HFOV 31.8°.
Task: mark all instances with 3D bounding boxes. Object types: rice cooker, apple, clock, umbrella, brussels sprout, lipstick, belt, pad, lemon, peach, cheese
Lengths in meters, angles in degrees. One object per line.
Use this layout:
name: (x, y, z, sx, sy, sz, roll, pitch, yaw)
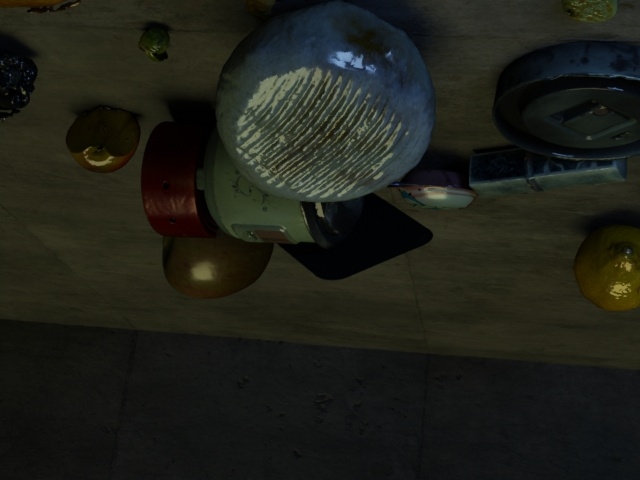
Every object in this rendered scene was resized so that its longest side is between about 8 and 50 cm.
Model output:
rice cooker: (-0.050, -0.119, 2.045, 0.316, 0.264, 0.317, 10, 159, 4)
apple: (-0.227, 0.009, 2.481, 0.233, 0.257, 0.257, 13, 160, -22)
clock: (0.447, -0.223, 1.858, 0.325, 0.067, 0.325, 7, 161, 2)
umbrella: (-0.661, -0.277, 2.030, 0.336, 0.128, 0.154, 0, 162, 28)
brussels sprout: (-0.276, -0.323, 1.868, 0.051, 0.046, 0.083, 16, 160, -6)
lipstick: (0.424, -0.137, 2.092, 0.289, 0.078, 0.076, -6, 156, 29)
belt: (-0.245, -0.117, 2.176, 0.115, 0.227, 0.324, 4, 179, 10)
pad: (-0.001, 0.000, 2.143, 0.315, 0.063, 0.375, -20, -148, -22)
lemon: (0.637, 0.059, 2.404, 0.188, 0.188, 0.257, 6, 166, 3)
peach: (-0.427, -0.190, 2.187, 0.151, 0.151, 0.118, 9, 148, -4)
cheese: (0.196, -0.104, 2.212, 0.286, 0.074, 0.189, 5, 178, -28)

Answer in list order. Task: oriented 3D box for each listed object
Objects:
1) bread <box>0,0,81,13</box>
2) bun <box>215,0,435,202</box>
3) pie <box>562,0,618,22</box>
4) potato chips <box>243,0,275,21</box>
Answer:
bread: (-0.371, -0.422, 1.168, 0.398, 0.398, 0.215, 3, 166, 12)
bun: (0.003, -0.222, 1.755, 0.361, 0.211, 0.362, -4, 144, -3)
pie: (0.390, -0.340, 1.622, 0.085, 0.017, 0.085, 8, 160, 3)
potato chips: (-0.028, -0.407, 1.525, 0.080, 0.057, 0.407, 2, 164, -27)
